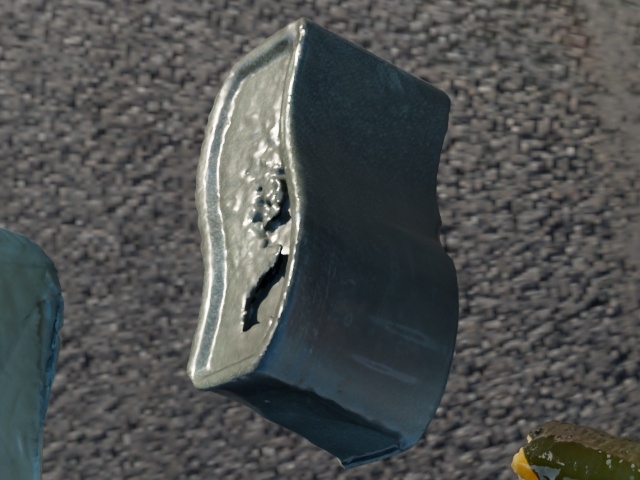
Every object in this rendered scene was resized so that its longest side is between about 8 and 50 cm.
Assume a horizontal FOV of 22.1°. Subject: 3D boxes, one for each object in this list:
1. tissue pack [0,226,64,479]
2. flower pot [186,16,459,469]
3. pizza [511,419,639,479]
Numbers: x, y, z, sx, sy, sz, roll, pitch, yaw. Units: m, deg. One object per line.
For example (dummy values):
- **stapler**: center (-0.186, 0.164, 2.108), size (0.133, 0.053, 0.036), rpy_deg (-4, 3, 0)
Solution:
- **tissue pack**: center (-0.419, 0.087, 0.998), size (0.405, 0.332, 0.205), rpy_deg (-11, 70, 29)
- **flower pot**: center (0.000, 0.000, 0.878), size (0.103, 0.108, 0.229), rpy_deg (-36, 39, 39)
- **pizza**: center (0.206, 0.219, 0.962), size (0.189, 0.297, 0.071), rpy_deg (24, 62, 40)
